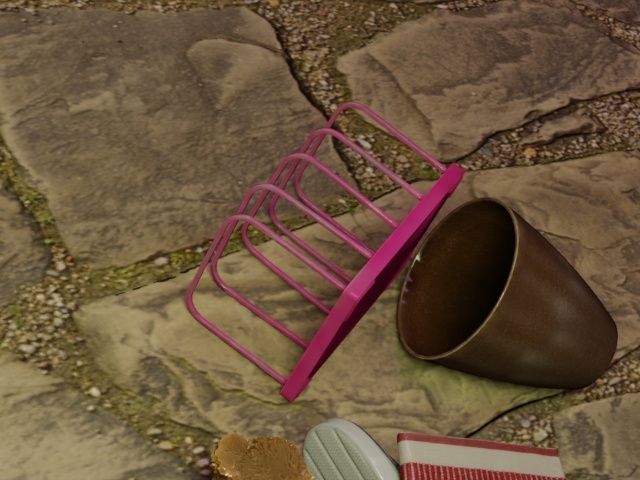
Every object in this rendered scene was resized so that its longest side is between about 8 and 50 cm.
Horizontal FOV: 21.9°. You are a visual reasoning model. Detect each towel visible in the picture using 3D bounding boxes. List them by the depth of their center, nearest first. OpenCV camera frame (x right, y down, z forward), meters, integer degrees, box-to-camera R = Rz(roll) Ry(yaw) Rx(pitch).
[{"bbox_3d":[0.195,0.369,1.756,0.237,0.037,0.329,11,56,-34],"label":"towel"}]

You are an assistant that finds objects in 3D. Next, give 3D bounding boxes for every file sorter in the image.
[{"bbox_3d":[0.000,0.000,1.961,0.182,0.202,0.291,37,44,6],"label":"file sorter"}]

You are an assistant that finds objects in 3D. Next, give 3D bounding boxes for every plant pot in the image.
[{"bbox_3d":[0.252,0.091,2.052,0.230,0.215,0.215,28,42,-28],"label":"plant pot"}]

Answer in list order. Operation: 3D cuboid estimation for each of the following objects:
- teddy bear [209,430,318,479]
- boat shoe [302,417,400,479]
[{"bbox_3d":[-0.061,0.367,1.678,0.245,0.113,0.338,-5,61,-37],"label":"teddy bear"},{"bbox_3d":[0.105,0.332,1.816,0.119,0.121,0.335,-27,82,-51],"label":"boat shoe"}]
